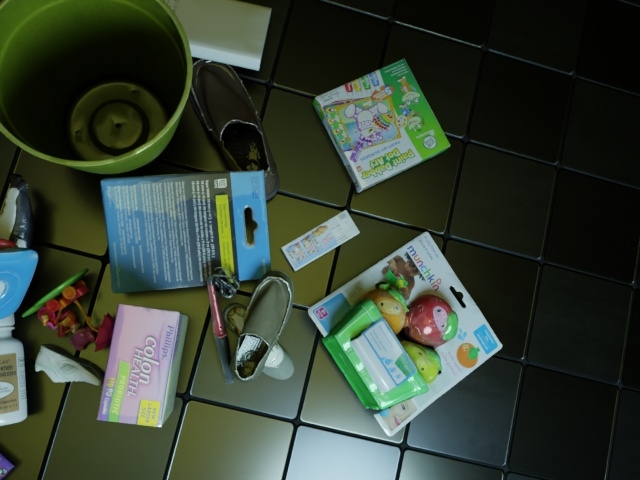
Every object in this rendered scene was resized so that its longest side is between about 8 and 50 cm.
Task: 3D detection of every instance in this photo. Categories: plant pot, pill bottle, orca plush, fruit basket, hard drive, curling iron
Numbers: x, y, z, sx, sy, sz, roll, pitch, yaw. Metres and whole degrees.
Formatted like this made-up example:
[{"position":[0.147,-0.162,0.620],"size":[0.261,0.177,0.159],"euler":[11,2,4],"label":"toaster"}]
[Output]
[{"position":[-0.437,-0.284,1.271],"size":[0.367,0.353,0.366],"euler":[1,82,-9],"label":"plant pot"},{"position":[-0.669,0.256,1.269],"size":[0.131,0.131,0.229],"euler":[-6,82,-9],"label":"pill bottle"},{"position":[-0.655,0.002,1.334],"size":[0.151,0.102,0.287],"euler":[9,91,19],"label":"orca plush"},{"position":[0.199,0.196,1.391],"size":[0.353,0.165,0.327],"euler":[-31,87,-15],"label":"fruit basket"},{"position":[-0.278,-0.498,1.446],"size":[0.308,0.040,0.203],"euler":[11,53,-7],"label":"hard drive"},{"position":[-0.202,0.188,1.339],"size":[0.068,0.035,0.274],"euler":[1,108,1],"label":"curling iron"}]

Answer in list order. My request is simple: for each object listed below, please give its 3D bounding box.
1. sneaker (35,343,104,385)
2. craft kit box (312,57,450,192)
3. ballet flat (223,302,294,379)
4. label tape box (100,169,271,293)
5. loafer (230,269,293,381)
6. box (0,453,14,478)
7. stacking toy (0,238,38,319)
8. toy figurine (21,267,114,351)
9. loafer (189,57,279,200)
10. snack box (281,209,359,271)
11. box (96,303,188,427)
[{"position":[-0.531,0.276,1.331],"size":[0.152,0.054,0.061],"euler":[25,88,2],"label":"sneaker"},{"position":[0.146,-0.277,1.509],"size":[0.250,0.061,0.246],"euler":[-27,89,-11],"label":"craft kit box"},{"position":[-0.138,0.225,1.383],"size":[0.072,0.068,0.213],"euler":[-41,89,-12],"label":"ballet flat"},{"position":[-0.283,-0.026,1.355],"size":[0.334,0.106,0.240],"euler":[-4,97,-9],"label":"label tape box"},{"position":[-0.118,0.184,1.307],"size":[0.094,0.087,0.251],"euler":[17,90,-6],"label":"loafer"},{"position":[-0.799,0.502,1.251],"size":[0.201,0.057,0.293],"euler":[43,78,-1],"label":"box"},{"position":[-0.715,0.016,1.224],"size":[0.302,0.175,0.165],"euler":[34,107,23],"label":"stacking toy"},{"position":[-0.514,0.171,1.326],"size":[0.173,0.130,0.159],"euler":[-34,97,10],"label":"toy figurine"},{"position":[-0.187,-0.268,1.418],"size":[0.134,0.130,0.366],"euler":[-28,86,-11],"label":"loafer"},{"position":[0.000,0.000,1.460],"size":[0.178,0.022,0.064],"euler":[-30,88,-11],"label":"snack box"},{"position":[-0.347,0.244,1.262],"size":[0.117,0.243,0.213],"euler":[9,81,-7],"label":"box"}]
